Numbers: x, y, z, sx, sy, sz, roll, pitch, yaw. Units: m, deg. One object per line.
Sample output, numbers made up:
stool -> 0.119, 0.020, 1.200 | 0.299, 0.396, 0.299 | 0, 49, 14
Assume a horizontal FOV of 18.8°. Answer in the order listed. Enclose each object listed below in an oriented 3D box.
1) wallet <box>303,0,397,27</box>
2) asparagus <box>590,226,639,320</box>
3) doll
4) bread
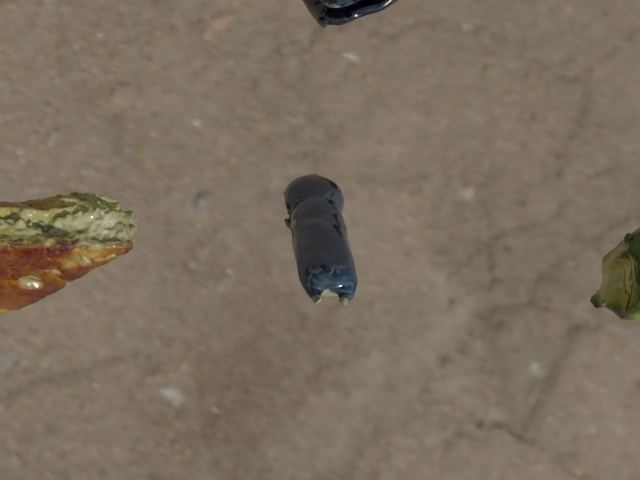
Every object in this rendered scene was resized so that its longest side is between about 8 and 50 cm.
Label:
wallet -> 0.038, -0.200, 0.994 | 0.167, 0.222, 0.036 | -28, 131, -2
asparagus -> 0.317, -0.008, 1.339 | 0.085, 0.343, 0.082 | 10, 69, -51
doll -> 0.000, 0.000, 1.131 | 0.037, 0.125, 0.027 | 6, 124, -10
bread -> -0.218, 0.012, 1.372 | 0.154, 0.136, 0.054 | 1, 61, -21
